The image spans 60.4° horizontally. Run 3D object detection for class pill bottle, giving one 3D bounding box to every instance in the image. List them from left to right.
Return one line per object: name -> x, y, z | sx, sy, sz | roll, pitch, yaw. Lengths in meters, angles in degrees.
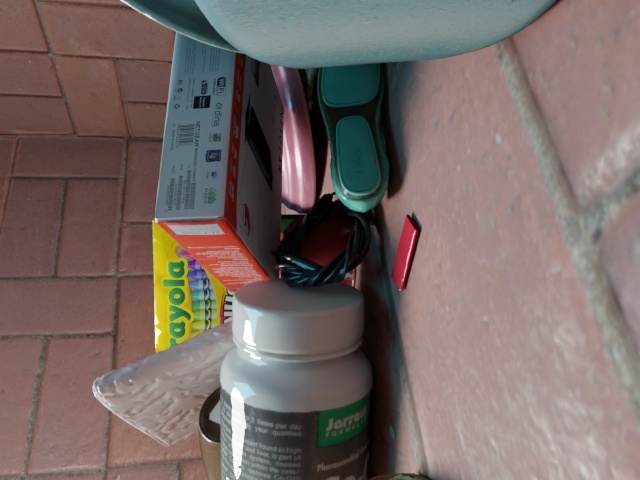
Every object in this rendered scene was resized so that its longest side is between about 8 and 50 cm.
pill bottle -> -0.033, 0.245, 0.741 | 0.204, 0.204, 0.361 | -139, 49, -74

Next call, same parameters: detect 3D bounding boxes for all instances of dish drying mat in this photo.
dish drying mat -> 0.093, 0.014, 0.607 | 0.032, 0.008, 0.083 | -108, 22, -53

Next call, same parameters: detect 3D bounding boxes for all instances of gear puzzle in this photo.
gear puzzle -> -0.013, -0.333, 1.027 | 0.339, 0.044, 0.176 | 101, 162, -52

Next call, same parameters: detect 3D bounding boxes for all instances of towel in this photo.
towel -> -0.168, 0.235, 0.948 | 0.317, 0.331, 0.053 | 81, 164, -58

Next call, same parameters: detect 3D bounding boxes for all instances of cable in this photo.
cable -> 0.000, 0.000, 0.748 | 0.047, 0.150, 0.184 | 54, -174, -30

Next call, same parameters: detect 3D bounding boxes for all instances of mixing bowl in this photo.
mixing bowl -> -0.013, 0.029, 0.892 | 0.181, 0.098, 0.182 | 180, 90, -79

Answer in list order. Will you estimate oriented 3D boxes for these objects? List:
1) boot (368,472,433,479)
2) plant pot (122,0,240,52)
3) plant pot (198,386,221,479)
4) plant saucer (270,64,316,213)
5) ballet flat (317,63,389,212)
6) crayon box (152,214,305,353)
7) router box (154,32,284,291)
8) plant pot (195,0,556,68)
boot -> 0.091, 0.354, 0.450 | 0.236, 0.089, 0.270 | 133, 137, -72
plant pot -> -0.072, -0.433, 0.549 | 0.334, 0.341, 0.341 | -51, 37, 42
plant pot -> -0.116, 0.348, 0.939 | 0.215, 0.215, 0.230 | -105, -2, -49
plant saucer -> -0.084, -0.215, 1.121 | 0.332, 0.084, 0.332 | 171, 90, -81
ballet flat -> 0.040, -0.147, 0.689 | 0.087, 0.083, 0.248 | 81, -174, -71
crayon box -> -0.170, 0.130, 1.114 | 0.106, 0.312, 0.363 | -143, 54, -75
router box -> -0.121, -0.127, 0.778 | 0.301, 0.082, 0.336 | 70, -161, -69
plant pot -> 0.032, -0.245, 0.365 | 0.252, 0.247, 0.248 | 84, -177, -77
